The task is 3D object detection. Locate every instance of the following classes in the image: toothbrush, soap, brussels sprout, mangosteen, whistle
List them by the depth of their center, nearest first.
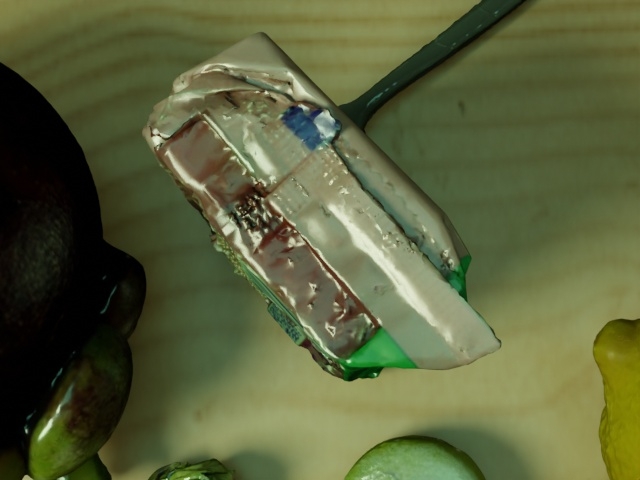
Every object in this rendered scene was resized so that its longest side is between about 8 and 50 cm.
[{"bbox_3d":[-0.002,0.002,0.621,0.098,0.273,0.218,-38,81,-4],"label":"soap"},{"bbox_3d":[-0.247,0.017,0.631,0.313,0.297,0.297,2,79,-32],"label":"mangosteen"},{"bbox_3d":[0.050,0.225,0.698,0.104,0.057,0.198,15,88,14],"label":"whistle"},{"bbox_3d":[-0.084,0.178,0.705,0.085,0.058,0.085,1,114,2],"label":"brussels sprout"},{"bbox_3d":[0.110,-0.156,0.770,0.297,0.030,0.030,-40,67,-7],"label":"toothbrush"}]

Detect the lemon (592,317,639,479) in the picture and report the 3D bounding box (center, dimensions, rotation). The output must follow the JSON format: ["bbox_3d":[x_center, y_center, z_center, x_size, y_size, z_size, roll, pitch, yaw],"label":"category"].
[{"bbox_3d":[0.272,0.122,0.643,0.244,0.187,0.187,28,82,1],"label":"lemon"}]
